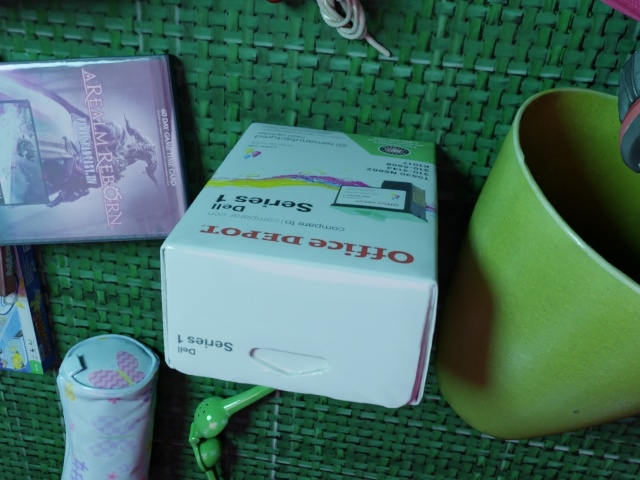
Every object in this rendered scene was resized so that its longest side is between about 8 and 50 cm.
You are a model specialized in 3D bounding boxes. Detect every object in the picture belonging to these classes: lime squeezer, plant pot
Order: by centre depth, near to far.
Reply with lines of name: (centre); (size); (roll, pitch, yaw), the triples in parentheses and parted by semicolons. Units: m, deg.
plant pot: (0.233, 0.061, 0.609); (0.274, 0.275, 0.294); (22, 134, -2)
lime squeezer: (-0.128, 0.268, 0.891); (0.109, 0.059, 0.311); (6, 122, -28)

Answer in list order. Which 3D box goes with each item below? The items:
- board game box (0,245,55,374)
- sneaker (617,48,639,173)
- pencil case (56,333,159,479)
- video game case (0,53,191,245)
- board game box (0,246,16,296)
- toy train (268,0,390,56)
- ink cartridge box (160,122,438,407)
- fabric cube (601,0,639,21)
board game box: (-0.429, 0.077, 0.839); (0.136, 0.035, 0.201); (5, 118, 7)
sneaker: (0.360, -0.095, 0.527); (0.275, 0.135, 0.098); (12, 138, -12)
pencil case: (-0.286, 0.257, 0.866); (0.124, 0.113, 0.273); (4, 120, -18)
video game case: (-0.283, -0.091, 0.693); (0.274, 0.026, 0.196); (-2, 110, 3)
board game box: (-0.429, -0.076, 0.737); (0.145, 0.027, 0.282); (6, 110, 5)
toy train: (-0.025, -0.235, 0.538); (0.105, 0.143, 0.248); (-38, 106, 26)
ink cartridge box: (0.000, 0.000, 0.583); (0.201, 0.278, 0.117); (7, 120, 5)
fabric cube: (0.303, -0.235, 0.346); (0.259, 0.258, 0.254); (40, 135, 10)
